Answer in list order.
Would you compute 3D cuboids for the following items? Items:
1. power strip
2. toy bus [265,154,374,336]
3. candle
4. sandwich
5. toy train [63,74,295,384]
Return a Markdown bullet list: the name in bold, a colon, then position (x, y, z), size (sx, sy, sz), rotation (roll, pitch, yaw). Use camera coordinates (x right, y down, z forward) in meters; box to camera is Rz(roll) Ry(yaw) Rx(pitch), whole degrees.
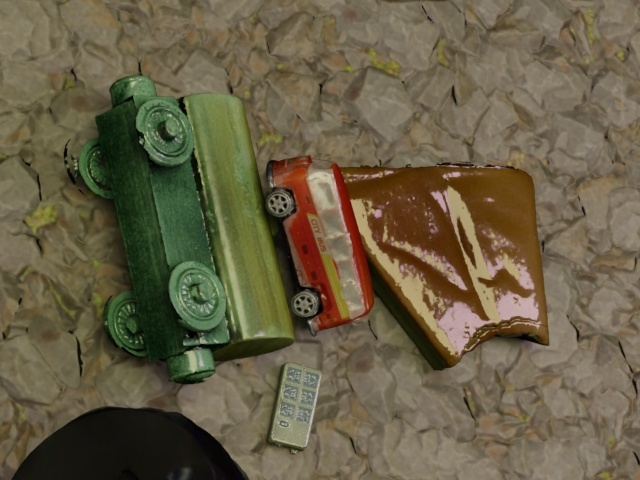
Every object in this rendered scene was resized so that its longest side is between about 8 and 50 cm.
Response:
- **power strip**: position (-0.025, 0.162, 1.754), size (0.040, 0.016, 0.090), rotation (16, 69, -13)
- **toy bus**: position (0.000, 0.000, 1.746), size (0.077, 0.079, 0.174), rotation (-13, 97, 10)
- **candle**: position (-0.131, 0.300, 1.544), size (0.221, 0.342, 0.221), rotation (-8, 55, 11)
- **sandwich**: position (0.108, 0.026, 1.814), size (0.245, 0.063, 0.212), rotation (-1, 75, -16)
- **toy train**: position (-0.130, -0.010, 1.737), size (0.189, 0.126, 0.307), rotation (3, 69, -51)
